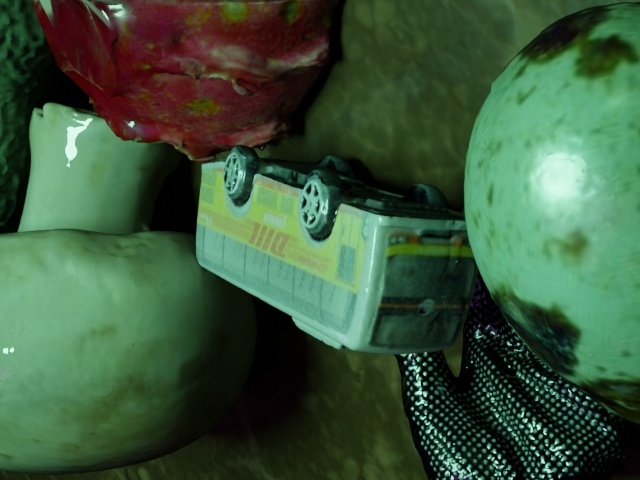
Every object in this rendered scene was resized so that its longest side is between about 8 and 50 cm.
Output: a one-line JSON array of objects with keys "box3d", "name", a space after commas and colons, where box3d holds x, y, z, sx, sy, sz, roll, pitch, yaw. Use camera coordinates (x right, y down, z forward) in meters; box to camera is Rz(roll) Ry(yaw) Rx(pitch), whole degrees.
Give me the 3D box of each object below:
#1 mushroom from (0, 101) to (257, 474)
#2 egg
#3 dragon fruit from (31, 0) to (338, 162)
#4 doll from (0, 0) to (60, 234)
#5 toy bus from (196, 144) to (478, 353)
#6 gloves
[{"box3d": [-0.199, 0.040, 0.997, 0.297, 0.297, 0.290, -22, 67, 53], "name": "mushroom"}, {"box3d": [0.161, -0.006, 0.611, 0.169, 0.169, 0.231, 10, 134, 46], "name": "egg"}, {"box3d": [-0.123, -0.149, 0.888, 0.261, 0.189, 0.163, 32, 103, 39], "name": "dragon fruit"}, {"box3d": [-0.340, -0.117, 1.074, 0.247, 0.247, 0.349, 51, 133, 15], "name": "doll"}, {"box3d": [0.000, 0.000, 0.805, 0.268, 0.092, 0.106, 22, 107, 60], "name": "toy bus"}, {"box3d": [0.118, 0.065, 0.780, 0.129, 0.106, 0.181, -20, 68, 51], "name": "gloves"}]
